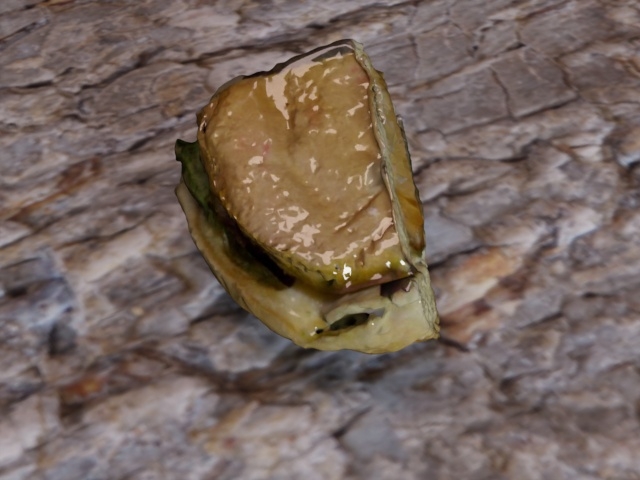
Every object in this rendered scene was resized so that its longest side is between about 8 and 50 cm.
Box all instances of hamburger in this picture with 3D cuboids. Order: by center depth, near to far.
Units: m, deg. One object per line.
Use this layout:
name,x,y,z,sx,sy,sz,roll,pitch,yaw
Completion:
hamburger,0.000,0.000,0.864,0.155,0.135,0.208,-24,54,5
